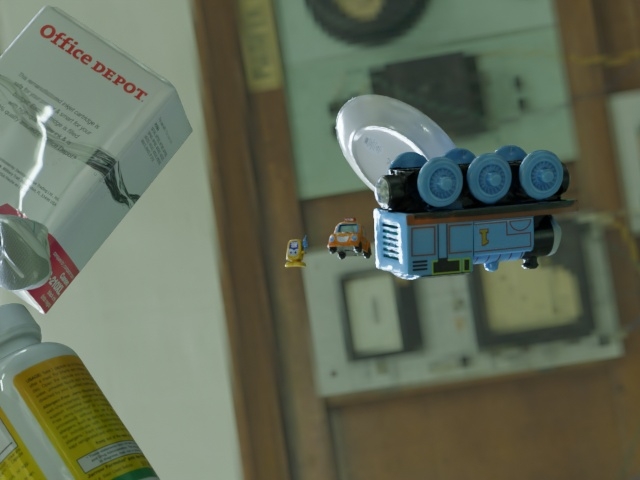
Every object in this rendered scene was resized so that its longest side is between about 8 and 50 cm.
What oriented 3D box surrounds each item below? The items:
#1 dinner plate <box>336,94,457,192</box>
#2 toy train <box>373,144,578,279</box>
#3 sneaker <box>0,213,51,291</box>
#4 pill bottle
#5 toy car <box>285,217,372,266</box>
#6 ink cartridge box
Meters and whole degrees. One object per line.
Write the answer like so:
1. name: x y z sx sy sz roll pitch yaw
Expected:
1. dinner plate: 0.071 -0.072 1.677 0.017 0.141 0.141 -48 -39 -33
2. toy train: 0.130 -0.024 1.563 0.080 0.184 0.105 -163 71 -63
3. sneaker: -0.235 0.003 1.449 0.152 0.061 0.054 24 112 59
4. pill bottle: -0.228 0.159 1.532 0.208 0.117 0.117 53 177 17
5. toy car: 0.000 0.000 1.924 0.060 0.122 0.040 17 -108 -52
6. ink cartridge box: -0.262 -0.079 1.765 0.237 0.172 0.100 -52 -20 -13
